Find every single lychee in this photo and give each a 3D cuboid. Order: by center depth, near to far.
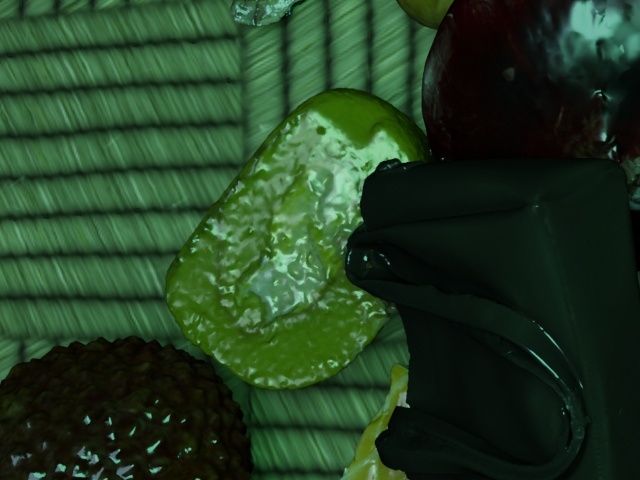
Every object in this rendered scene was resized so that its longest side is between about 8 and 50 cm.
[{"bbox_3d":[-0.195,0.226,1.088,0.275,0.276,0.304,33,78,18],"label":"lychee"}]

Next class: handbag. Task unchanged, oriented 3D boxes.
[{"bbox_3d":[0.123,0.081,0.901,0.257,0.113,0.285,7,113,55],"label":"handbag"}]

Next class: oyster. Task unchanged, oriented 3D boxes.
[{"bbox_3d":[-0.017,-0.281,1.149,0.106,0.061,0.200,43,102,17],"label":"oyster"}]

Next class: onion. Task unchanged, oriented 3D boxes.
[{"bbox_3d":[0.227,-0.094,0.940,0.314,0.314,0.232,-10,42,19],"label":"onion"}]

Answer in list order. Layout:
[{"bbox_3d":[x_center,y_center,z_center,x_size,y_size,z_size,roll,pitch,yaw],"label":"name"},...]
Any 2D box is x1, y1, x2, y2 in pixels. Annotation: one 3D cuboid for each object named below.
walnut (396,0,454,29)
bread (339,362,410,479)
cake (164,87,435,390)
[{"bbox_3d":[0.125,-0.275,1.051,0.159,0.159,0.207,6,97,20],"label":"walnut"},{"bbox_3d":[0.124,0.203,1.076,0.188,0.068,0.125,27,97,19],"label":"bread"},{"bbox_3d":[0.000,0.000,1.085,0.179,0.156,0.260,40,106,-1],"label":"cake"}]
